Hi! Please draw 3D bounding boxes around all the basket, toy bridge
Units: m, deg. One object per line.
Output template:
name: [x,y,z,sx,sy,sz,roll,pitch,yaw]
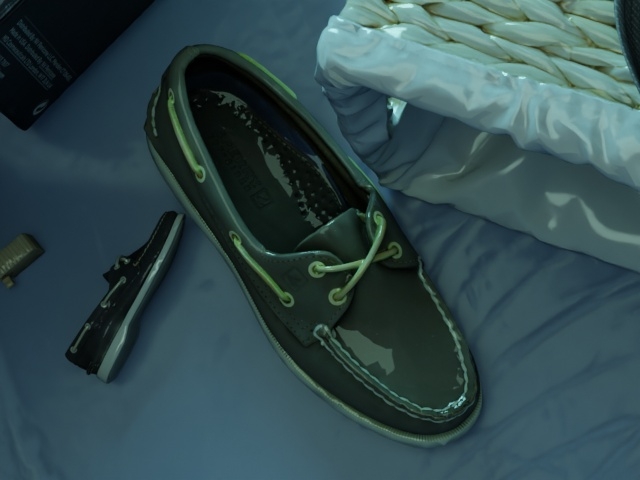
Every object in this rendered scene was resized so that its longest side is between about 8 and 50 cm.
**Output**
basket: [0.207,-0.125,1.128,0.331,0.328,0.266,21,85,11]
toy bridge: [-0.267,-0.040,1.345,0.063,0.026,0.188,-39,79,5]

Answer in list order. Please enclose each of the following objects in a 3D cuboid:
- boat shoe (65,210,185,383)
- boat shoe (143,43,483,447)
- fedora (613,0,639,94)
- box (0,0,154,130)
boat shoe: [-0.129,0.033,1.305,0.038,0.046,0.125,27,96,7]
boat shoe: [-0.004,0.003,1.253,0.109,0.091,0.305,-36,79,-19]
fedora: [0.263,-0.137,0.898,0.243,0.124,0.275,27,81,10]
box: [-0.209,-0.286,1.282,0.294,0.183,0.296,-45,78,-2]
